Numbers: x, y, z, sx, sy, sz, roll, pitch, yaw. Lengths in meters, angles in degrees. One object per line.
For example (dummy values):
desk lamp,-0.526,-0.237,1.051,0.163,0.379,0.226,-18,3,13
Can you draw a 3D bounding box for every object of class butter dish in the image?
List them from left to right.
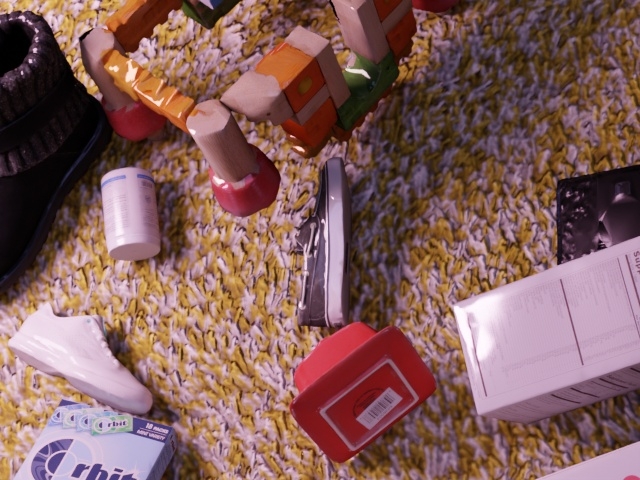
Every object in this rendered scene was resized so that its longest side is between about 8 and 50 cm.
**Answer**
butter dish,0.032,0.160,1.621,0.160,0.160,0.118,-38,46,-3

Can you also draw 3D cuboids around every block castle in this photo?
block castle,-0.050,-0.269,1.739,0.303,0.213,0.453,34,75,32

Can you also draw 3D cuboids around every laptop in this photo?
laptop,0.431,0.032,1.638,0.264,0.136,0.234,-11,67,35

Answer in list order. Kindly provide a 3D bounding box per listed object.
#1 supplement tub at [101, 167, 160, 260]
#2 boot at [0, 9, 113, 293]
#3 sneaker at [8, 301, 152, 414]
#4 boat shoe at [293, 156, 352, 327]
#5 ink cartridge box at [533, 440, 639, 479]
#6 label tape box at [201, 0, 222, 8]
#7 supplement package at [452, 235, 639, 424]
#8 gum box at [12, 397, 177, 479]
supplement tub,-0.246,-0.034,1.769,0.071,0.071,0.107,-10,70,8
boot,-0.421,-0.103,1.725,0.131,0.260,0.348,27,79,19
sneaker,-0.289,0.141,1.721,0.212,0.080,0.094,25,67,20
boat shoe,0.000,0.000,1.703,0.070,0.078,0.219,-1,73,10
ink cartridge box,0.237,0.416,1.469,0.384,0.160,0.279,-21,69,5
label tape box,-0.170,-0.478,1.698,0.249,0.115,0.347,-45,59,-10
supplement package,0.296,0.106,1.532,0.244,0.134,0.139,-22,68,28
gum box,-0.281,0.287,1.642,0.157,0.041,0.184,12,46,16
